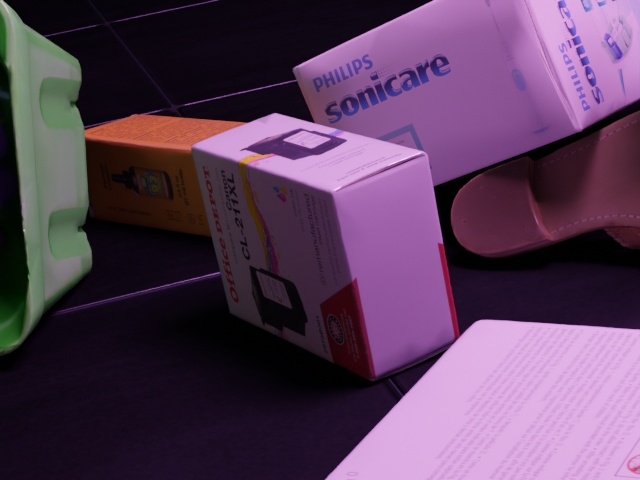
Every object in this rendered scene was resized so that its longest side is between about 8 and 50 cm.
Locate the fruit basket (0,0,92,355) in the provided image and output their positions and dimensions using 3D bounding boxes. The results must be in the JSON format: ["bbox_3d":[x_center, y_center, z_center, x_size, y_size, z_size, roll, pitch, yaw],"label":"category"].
[{"bbox_3d":[-0.369,-0.021,1.126,0.392,0.283,0.392,-3,3,0],"label":"fruit basket"}]

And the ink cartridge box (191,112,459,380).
[{"bbox_3d":[0.000,0.000,1.049,0.072,0.127,0.175,-23,23,-27],"label":"ink cartridge box"}]

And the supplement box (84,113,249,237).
[{"bbox_3d":[-0.087,-0.050,1.303,0.233,0.078,0.080,8,26,39],"label":"supplement box"}]

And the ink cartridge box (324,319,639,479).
[{"bbox_3d":[0.130,0.119,0.761,0.239,0.060,0.275,3,22,28],"label":"ink cartridge box"}]

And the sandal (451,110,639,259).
[{"bbox_3d":[0.211,-0.033,1.119,0.240,0.088,0.079,-13,-16,28],"label":"sandal"}]

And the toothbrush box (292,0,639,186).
[{"bbox_3d":[0.160,-0.142,1.250,0.216,0.126,0.295,-20,3,41],"label":"toothbrush box"}]
